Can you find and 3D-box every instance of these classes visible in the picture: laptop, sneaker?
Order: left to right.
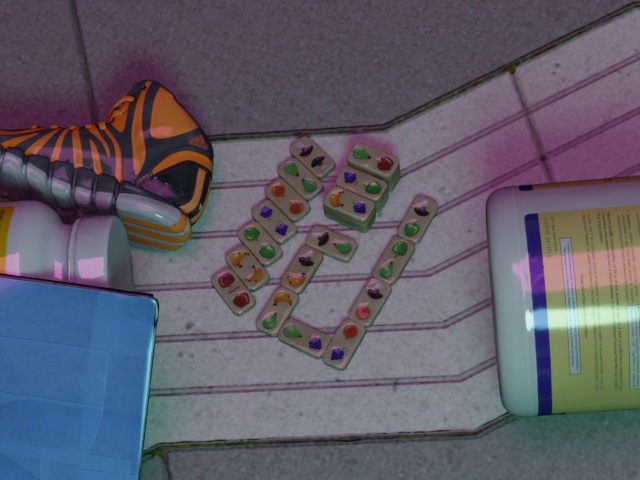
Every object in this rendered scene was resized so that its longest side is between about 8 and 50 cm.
[{"bbox_3d":[-0.385,0.249,1.655,0.382,0.236,0.408,7,41,4],"label":"laptop"},{"bbox_3d":[-0.276,-0.107,1.959,0.321,0.124,0.180,17,61,4],"label":"sneaker"}]

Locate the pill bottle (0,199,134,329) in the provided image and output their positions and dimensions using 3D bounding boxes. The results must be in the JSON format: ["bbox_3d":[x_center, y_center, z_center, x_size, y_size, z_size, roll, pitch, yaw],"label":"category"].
[{"bbox_3d":[-0.381,0.053,1.836,0.334,0.188,0.188,-4,62,6],"label":"pill bottle"}]

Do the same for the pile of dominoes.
[{"bbox_3d":[0.000,0.000,1.899,0.196,0.040,0.251,24,67,18],"label":"pile of dominoes"}]

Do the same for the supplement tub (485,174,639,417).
[{"bbox_3d":[0.341,0.052,1.713,0.331,0.241,0.241,-4,62,5],"label":"supplement tub"}]
